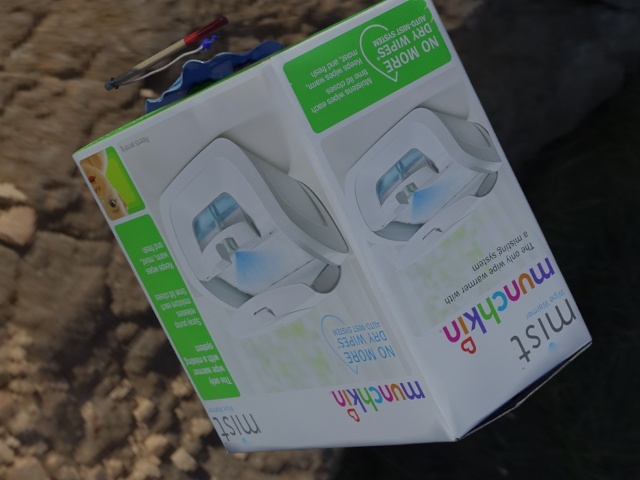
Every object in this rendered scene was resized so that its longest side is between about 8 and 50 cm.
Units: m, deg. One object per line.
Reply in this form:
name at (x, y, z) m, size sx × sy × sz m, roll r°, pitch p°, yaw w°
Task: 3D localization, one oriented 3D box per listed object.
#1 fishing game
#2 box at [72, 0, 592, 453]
fishing game at (-0.074, -0.127, 1.467) m, size 0.264 × 0.189 × 0.041 m, roll 23°, pitch 48°, yaw -57°
box at (0.000, 0.000, 0.952) m, size 0.127 × 0.262 × 0.231 m, roll -30°, pitch 99°, yaw -32°
